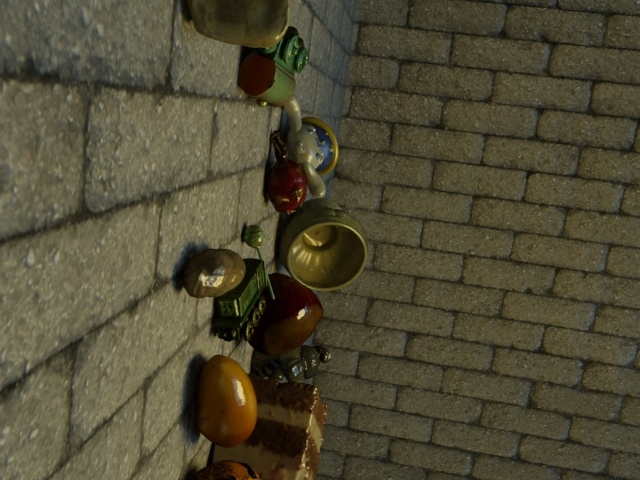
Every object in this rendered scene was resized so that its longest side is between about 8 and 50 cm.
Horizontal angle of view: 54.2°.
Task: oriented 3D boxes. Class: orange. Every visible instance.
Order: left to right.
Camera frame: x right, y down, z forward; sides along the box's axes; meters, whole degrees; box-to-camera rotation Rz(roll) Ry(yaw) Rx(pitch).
[{"bbox_3d":[-0.221,0.628,1.445,0.234,0.183,0.234,7,90,-76],"label":"orange"}]

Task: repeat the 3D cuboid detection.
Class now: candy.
[{"bbox_3d":[-0.151,0.057,1.616,0.061,0.061,0.202,-40,113,-80],"label":"candy"}]

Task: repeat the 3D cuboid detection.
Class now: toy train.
[{"bbox_3d":[-0.193,0.147,1.519,0.225,0.090,0.137,-67,157,-64],"label":"toy train"},{"bbox_3d":[-0.112,-0.396,1.456,0.285,0.116,0.177,-46,156,-80],"label":"toy train"}]

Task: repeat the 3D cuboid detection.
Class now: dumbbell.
[{"bbox_3d":[-0.076,-0.559,1.750,0.118,0.046,0.052,-4,98,-82],"label":"dumbbell"}]

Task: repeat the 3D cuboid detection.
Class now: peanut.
[{"bbox_3d":[-0.211,0.066,1.253,0.104,0.086,0.228,-63,172,1],"label":"peanut"}]

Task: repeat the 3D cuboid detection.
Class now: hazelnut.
[{"bbox_3d":[-0.119,0.202,1.729,0.229,0.230,0.229,9,90,-83],"label":"hazelnut"}]

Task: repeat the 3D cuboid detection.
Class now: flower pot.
[{"bbox_3d":[0.000,0.000,2.154,0.244,0.308,0.307,-108,-160,-59],"label":"flower pot"}]

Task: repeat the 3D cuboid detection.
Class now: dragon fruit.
[{"bbox_3d":[-0.105,-0.194,1.777,0.125,0.125,0.245,-34,117,-63],"label":"dragon fruit"}]

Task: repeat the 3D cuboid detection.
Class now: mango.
[{"bbox_3d":[-0.211,0.356,1.407,0.257,0.138,0.187,99,-9,-61],"label":"mango"}]

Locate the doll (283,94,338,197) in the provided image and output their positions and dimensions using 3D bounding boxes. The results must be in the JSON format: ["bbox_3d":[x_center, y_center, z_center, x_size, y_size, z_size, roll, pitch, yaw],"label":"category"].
[{"bbox_3d":[-0.060,-0.308,1.917,0.242,0.160,0.310,-53,129,-50],"label":"doll"}]

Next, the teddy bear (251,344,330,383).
[{"bbox_3d":[-0.110,0.397,1.977,0.171,0.251,0.144,-26,124,-64],"label":"teddy bear"}]

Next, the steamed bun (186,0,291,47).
[{"bbox_3d":[-0.138,-0.411,1.051,0.155,0.172,0.140,-106,-151,-61],"label":"steamed bun"}]

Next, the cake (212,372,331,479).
[{"bbox_3d":[-0.140,0.545,1.705,0.255,0.282,0.290,77,25,-54],"label":"cake"}]
